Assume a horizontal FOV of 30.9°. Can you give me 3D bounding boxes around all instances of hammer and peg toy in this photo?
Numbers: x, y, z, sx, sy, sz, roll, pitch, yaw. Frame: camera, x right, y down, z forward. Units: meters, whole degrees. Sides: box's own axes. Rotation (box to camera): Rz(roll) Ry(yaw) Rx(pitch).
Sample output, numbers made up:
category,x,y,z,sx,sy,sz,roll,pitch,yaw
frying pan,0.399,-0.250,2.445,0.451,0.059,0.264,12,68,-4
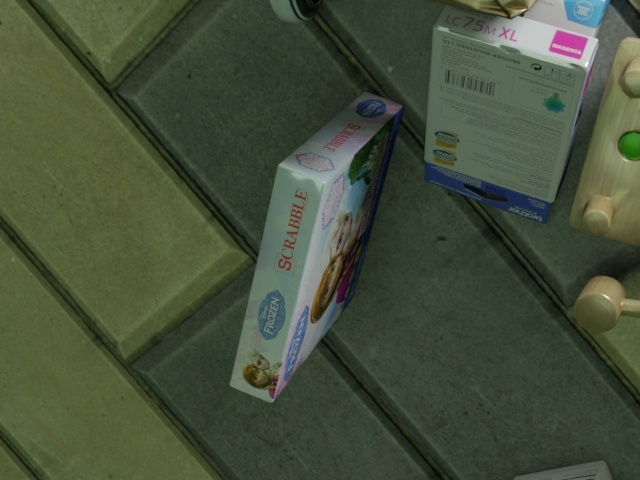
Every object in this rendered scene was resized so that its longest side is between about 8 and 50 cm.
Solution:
category,x,y,z,sx,sy,sz,roll,pitch,yaw
hammer and peg toy,0.449,-0.048,1.418,0.265,0.127,0.361,16,117,13

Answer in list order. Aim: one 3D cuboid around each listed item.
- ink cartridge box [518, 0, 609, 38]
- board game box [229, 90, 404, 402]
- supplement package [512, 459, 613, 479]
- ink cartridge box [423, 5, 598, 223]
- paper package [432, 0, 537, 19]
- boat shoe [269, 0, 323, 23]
category,x,y,z,sx,sy,sz,roll,pitch,yaw
ink cartridge box,0.281,-0.235,1.443,0.104,0.060,0.180,21,119,13
board game box,0.000,0.000,1.513,0.065,0.318,0.319,20,119,13
supplement package,0.352,0.455,1.633,0.149,0.203,0.194,-18,105,28
ink cartridge box,0.227,-0.153,1.447,0.185,0.065,0.311,19,147,14
paper package,0.205,-0.431,1.234,0.168,0.325,0.310,16,118,16
boat shoe,0.003,-0.430,1.436,0.119,0.121,0.335,14,115,21
